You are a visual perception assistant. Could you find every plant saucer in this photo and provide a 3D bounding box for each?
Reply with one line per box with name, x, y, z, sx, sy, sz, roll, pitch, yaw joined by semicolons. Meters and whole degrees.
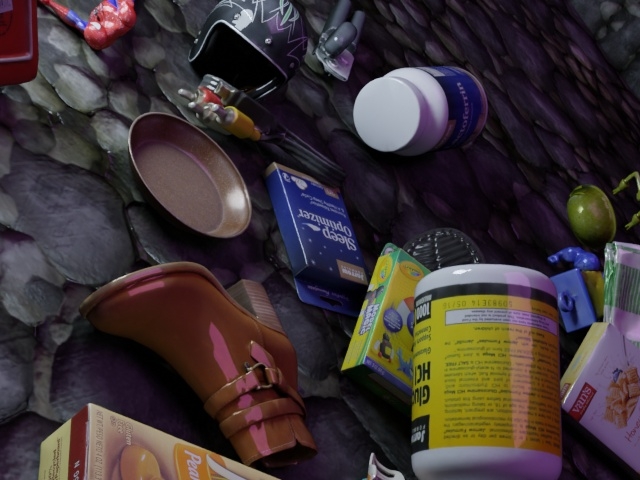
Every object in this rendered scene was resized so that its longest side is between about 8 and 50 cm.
plant saucer;-0.174;-0.076;1.484;0.199;0.036;0.198;34;33;-26

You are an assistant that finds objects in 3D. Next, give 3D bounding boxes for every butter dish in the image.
butter dish;-0.406;-0.256;1.304;0.160;0.118;0.159;-24;120;-59

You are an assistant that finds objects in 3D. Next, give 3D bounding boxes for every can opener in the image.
can opener;0.045;-0.367;2.069;0.074;0.093;0.280;41;26;-15

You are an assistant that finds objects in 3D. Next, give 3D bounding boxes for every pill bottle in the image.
pill bottle;0.208;0.211;1.458;0.188;0.188;0.333;21;63;-41
pill bottle;0.174;-0.226;2.013;0.153;0.153;0.265;57;31;11

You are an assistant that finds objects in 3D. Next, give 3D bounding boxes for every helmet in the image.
helmet;-0.098;-0.294;1.707;0.169;0.161;0.169;34;33;-26

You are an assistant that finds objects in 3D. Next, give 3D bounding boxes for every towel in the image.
towel;0.603;0.176;2.025;0.248;0.038;0.324;9;77;-16

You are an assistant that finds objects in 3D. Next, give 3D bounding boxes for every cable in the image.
cable;-0.087;-0.151;1.678;0.287;0.072;0.139;35;0;-41

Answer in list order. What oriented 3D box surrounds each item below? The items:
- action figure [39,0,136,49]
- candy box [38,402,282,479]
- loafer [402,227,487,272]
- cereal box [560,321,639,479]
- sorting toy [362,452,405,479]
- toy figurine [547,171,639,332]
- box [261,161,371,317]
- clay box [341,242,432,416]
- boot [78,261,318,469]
action figure;-0.300;-0.357;1.578;0.139;0.091;0.280;44;28;-25
candy box;-0.114;0.297;1.092;0.316;0.087;0.182;29;36;-33
loafer;0.208;0.141;1.708;0.130;0.134;0.365;74;0;-52
cereal box;0.504;0.272;1.915;0.240;0.047;0.173;40;71;-19
sorting toy;0.081;0.297;1.411;0.083;0.045;0.075;39;24;-19
toy figurine;0.506;0.066;2.098;0.217;0.191;0.362;-10;80;-40
box;0.000;0.000;1.639;0.136;0.036;0.225;19;43;-43
clay box;0.118;0.113;1.582;0.127;0.053;0.222;36;54;-23
boot;-0.123;0.148;1.257;0.283;0.109;0.220;17;47;-55
